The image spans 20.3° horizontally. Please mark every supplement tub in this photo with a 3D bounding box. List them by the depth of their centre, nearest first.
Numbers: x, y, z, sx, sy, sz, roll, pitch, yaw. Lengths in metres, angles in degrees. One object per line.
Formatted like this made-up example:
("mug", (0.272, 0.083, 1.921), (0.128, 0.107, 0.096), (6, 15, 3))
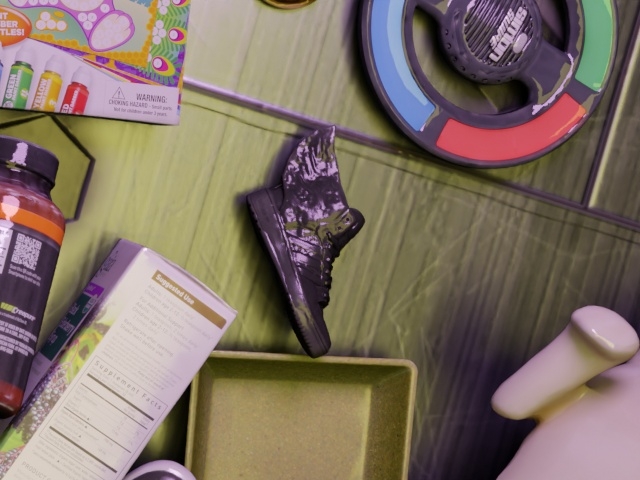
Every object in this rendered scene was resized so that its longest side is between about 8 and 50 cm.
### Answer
("supplement tub", (-0.248, 0.025, 1.311), (0.106, 0.106, 0.198), (18, 73, -19))

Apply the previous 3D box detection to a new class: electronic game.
("electronic game", (0.139, -0.173, 1.463), (0.229, 0.048, 0.229), (-1, 95, -19))

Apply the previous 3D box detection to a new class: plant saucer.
("plant saucer", (-0.024, 0.182, 1.439), (0.188, 0.045, 0.188), (4, 93, -18))

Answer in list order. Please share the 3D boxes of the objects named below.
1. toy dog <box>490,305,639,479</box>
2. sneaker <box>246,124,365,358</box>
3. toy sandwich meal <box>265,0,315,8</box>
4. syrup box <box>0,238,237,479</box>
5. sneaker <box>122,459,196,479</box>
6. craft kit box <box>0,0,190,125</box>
("toy dog", (0.275, 0.223, 1.415), (0.408, 0.284, 0.395), (-44, 133, -15))
("sneaker", (0.000, 0.001, 1.416), (0.089, 0.051, 0.170), (-21, 79, -9))
("toy sandwich meal", (-0.019, -0.222, 1.415), (0.085, 0.029, 0.085), (-2, 95, -18))
("syrup box", (-0.174, 0.119, 1.359), (0.096, 0.093, 0.237), (36, 83, -17))
("sneaker", (-0.178, 0.303, 1.323), (0.104, 0.147, 0.296), (32, 91, 0))
("craft kit box", (-0.214, -0.218, 1.324), (0.250, 0.061, 0.247), (4, 91, -26))
